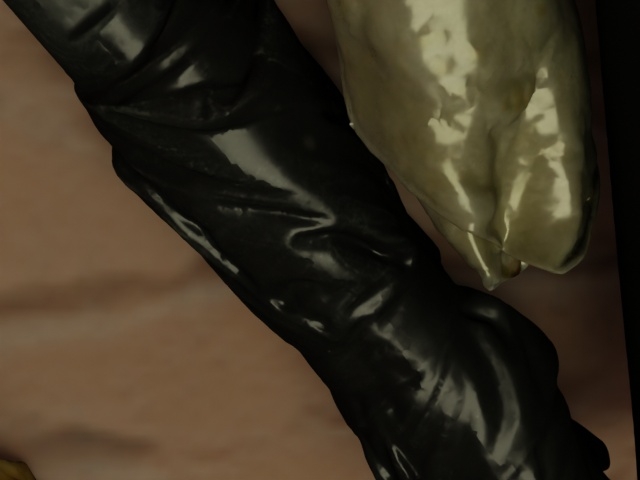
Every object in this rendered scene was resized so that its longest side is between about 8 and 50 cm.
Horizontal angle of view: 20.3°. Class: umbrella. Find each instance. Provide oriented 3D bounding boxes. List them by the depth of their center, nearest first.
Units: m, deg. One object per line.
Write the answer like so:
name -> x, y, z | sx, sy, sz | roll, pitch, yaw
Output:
umbrella -> 0.000, 0.000, 0.451 | 0.059, 0.066, 0.236 | -37, 112, 8

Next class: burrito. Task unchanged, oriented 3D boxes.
burrito -> 0.014, -0.122, 0.398 | 0.059, 0.082, 0.275 | -13, 111, 3

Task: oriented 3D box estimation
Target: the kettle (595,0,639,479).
kettle -> 0.186, -0.073, 0.401 | 0.262, 0.203, 0.308 | -13, 110, -7

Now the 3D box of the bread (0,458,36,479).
bread -> -0.167, 0.108, 0.416 | 0.229, 0.139, 0.143 | 10, 99, -19
